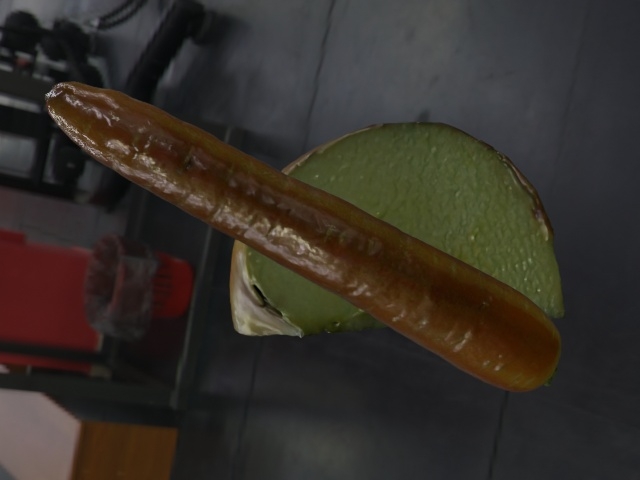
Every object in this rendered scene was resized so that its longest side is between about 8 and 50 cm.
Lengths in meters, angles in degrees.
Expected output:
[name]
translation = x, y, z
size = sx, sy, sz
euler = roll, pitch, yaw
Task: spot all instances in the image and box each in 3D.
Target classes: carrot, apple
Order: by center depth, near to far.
[carrot]
translation = 0.000, 0.000, 0.449
size = 0.043, 0.248, 0.043
euler = -55, 17, 25
[apple]
translation = 0.073, 0.012, 1.068
size = 0.254, 0.346, 0.179
euler = 117, 145, -50
